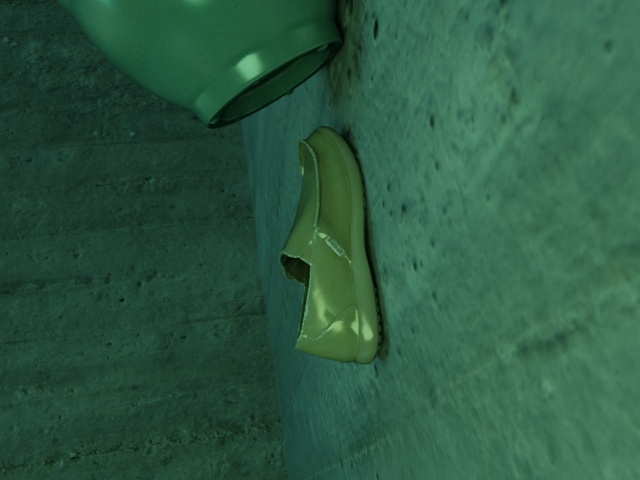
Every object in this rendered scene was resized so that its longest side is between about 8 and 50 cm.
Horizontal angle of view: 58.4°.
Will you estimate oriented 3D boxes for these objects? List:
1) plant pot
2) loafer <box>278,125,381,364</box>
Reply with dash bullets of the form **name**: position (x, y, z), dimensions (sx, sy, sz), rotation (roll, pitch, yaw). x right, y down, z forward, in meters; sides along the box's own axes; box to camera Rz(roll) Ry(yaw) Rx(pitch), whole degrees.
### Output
- **plant pot**: position (-0.098, -0.244, 0.607), dimensions (0.196, 0.293, 0.293), rotation (59, 171, -5)
- **loafer**: position (0.000, 0.000, 0.610), dimensions (0.102, 0.092, 0.268), rotation (110, 152, -67)
